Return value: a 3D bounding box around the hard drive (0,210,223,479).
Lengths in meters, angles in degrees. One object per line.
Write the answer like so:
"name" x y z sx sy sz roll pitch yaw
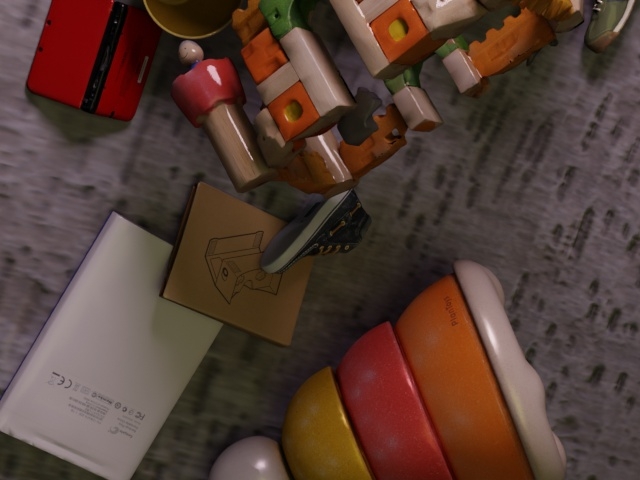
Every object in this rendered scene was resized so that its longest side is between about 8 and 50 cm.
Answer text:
"hard drive" -0.268 0.147 1.916 0.210 0.040 0.318 30 91 -26

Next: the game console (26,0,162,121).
"game console" -0.283 -0.236 1.823 0.124 0.085 0.144 8 103 -56

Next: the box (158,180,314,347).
"box" -0.105 0.035 1.927 0.201 0.021 0.164 25 70 -29

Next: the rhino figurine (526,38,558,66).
"rhino figurine" 0.329 -0.357 1.999 0.073 0.106 0.243 17 99 4

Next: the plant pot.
"plant pot" -0.171 -0.324 1.800 0.134 0.095 0.134 -6 106 -20

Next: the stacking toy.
"stacking toy" 0.068 0.258 1.993 0.480 0.350 0.350 -21 112 4

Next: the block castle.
"block castle" 0.062 -0.250 1.720 0.453 0.303 0.212 -35 74 25

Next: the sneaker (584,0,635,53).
"sneaker" 0.411 -0.369 2.053 0.086 0.064 0.192 31 90 -19

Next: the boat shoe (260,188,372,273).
"boat shoe" 0.000 0.000 1.950 0.183 0.065 0.083 -48 114 -27
